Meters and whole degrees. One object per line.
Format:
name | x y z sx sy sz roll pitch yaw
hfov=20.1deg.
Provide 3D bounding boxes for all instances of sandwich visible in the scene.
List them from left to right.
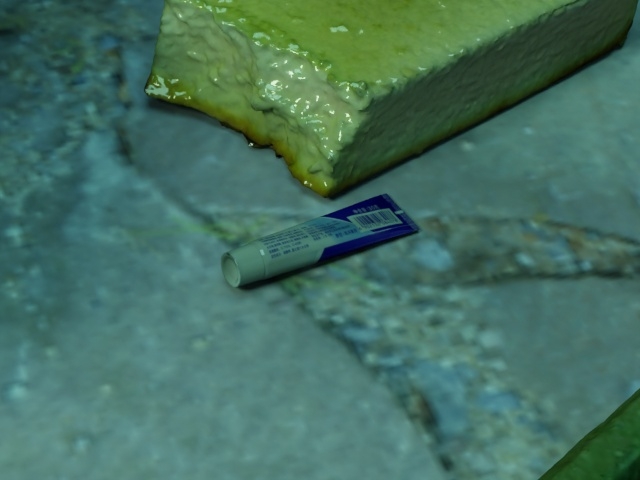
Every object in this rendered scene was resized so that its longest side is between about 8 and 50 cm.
sandwich | 0.032 -0.086 0.762 0.193 0.058 0.162 15 49 6

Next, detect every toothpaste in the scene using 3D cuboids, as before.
toothpaste | 0.000 0.000 0.705 0.083 0.015 0.024 -20 51 -30

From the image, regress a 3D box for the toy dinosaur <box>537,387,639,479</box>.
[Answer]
toy dinosaur | 0.074 0.167 0.519 0.300 0.087 0.447 -3 49 -18
